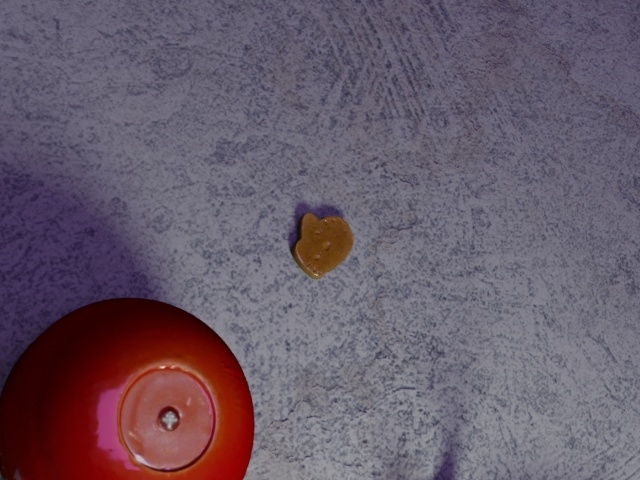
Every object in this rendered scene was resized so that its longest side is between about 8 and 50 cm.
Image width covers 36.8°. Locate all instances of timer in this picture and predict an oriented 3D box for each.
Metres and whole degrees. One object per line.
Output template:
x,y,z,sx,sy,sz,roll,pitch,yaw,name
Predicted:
-0.280,0.273,1.415,0.377,0.279,0.378,11,69,-30,timer

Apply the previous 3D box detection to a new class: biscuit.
-0.001,0.001,1.825,0.140,0.023,0.118,-34,91,-34,biscuit
